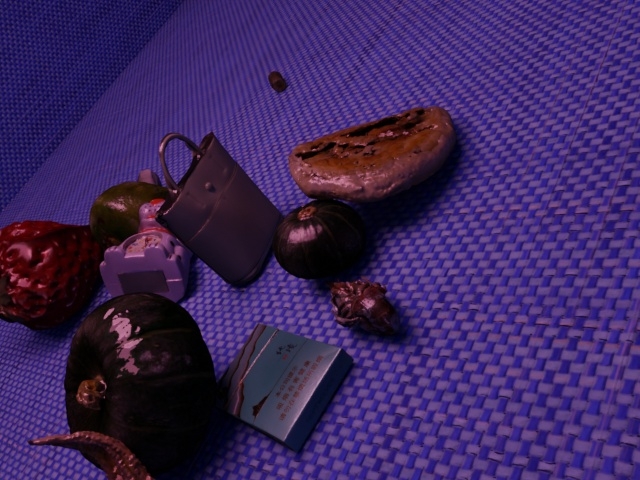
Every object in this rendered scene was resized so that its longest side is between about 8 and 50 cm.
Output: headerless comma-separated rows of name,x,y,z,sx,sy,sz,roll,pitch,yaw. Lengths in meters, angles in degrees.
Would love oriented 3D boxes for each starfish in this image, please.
starfish,-0.282,0.446,0.919,0.384,0.132,0.398,-40,68,11

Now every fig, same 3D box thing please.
fig,-0.458,-0.076,1.730,0.203,0.203,0.235,-20,28,32

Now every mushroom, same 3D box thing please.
mushroom,-0.478,-0.110,1.891,0.092,0.081,0.223,-52,30,23

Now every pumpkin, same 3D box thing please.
pumpkin,0.000,-0.003,1.190,0.167,0.125,0.167,-31,22,14
pumpkin,-0.302,0.237,1.104,0.300,0.207,0.300,3,94,47

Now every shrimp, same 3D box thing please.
shrimp,0.052,0.095,1.066,0.090,0.079,0.233,-43,26,-11

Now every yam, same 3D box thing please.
yam,-0.126,-0.460,1.962,0.043,0.043,0.094,-36,33,10

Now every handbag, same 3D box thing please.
handbag,-0.220,-0.077,1.341,0.109,0.315,0.241,-15,40,40

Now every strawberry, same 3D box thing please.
strawberry,-0.694,0.072,1.774,0.345,0.295,0.317,-26,-5,-45

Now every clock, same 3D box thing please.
clock,-0.365,0.016,1.546,0.189,0.189,0.254,-26,29,25

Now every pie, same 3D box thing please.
pie,0.093,-0.166,1.258,0.339,0.077,0.339,-13,24,6

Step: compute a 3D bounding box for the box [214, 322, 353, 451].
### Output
box,-0.071,0.222,1.074,0.229,0.041,0.162,7,57,52
